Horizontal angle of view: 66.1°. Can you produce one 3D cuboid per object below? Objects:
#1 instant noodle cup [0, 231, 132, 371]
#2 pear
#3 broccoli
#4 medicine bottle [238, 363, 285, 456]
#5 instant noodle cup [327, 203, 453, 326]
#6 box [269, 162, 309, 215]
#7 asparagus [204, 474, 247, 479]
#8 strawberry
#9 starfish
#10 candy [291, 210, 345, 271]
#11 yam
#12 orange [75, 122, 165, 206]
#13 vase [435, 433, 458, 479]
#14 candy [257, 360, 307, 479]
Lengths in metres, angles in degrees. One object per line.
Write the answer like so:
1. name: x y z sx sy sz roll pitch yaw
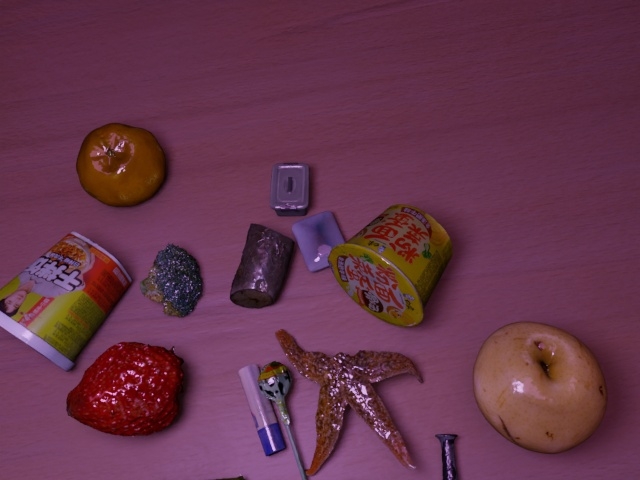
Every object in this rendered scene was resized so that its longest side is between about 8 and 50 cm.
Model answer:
1. instant noodle cup: -0.723 0.158 1.387 0.293 0.294 0.308 26 62 16
2. pear: 0.516 0.351 1.184 0.309 0.309 0.309 -2 64 3
3. broccoli: -0.453 0.125 1.454 0.194 0.194 0.220 -18 87 -5
4. medicine bottle: -0.157 0.447 1.306 0.059 0.059 0.231 -21 64 -6
5. instant noodle cup: 0.205 0.055 1.357 0.311 0.311 0.221 35 61 18
6. box: -0.094 -0.155 1.572 0.123 0.093 0.172 0 65 4
7. asparagus: -0.256 0.643 1.196 0.381 0.108 0.129 -5 63 0
8. strawberry: -0.495 0.382 1.244 0.276 0.257 0.257 -1 54 -45
9. starfish: 0.073 0.398 1.287 0.397 0.132 0.384 -6 68 5
10. candy: 0.000 0.000 1.502 0.138 0.071 0.174 -20 65 -6
11. yam: -0.166 0.068 1.445 0.153 0.154 0.255 11 64 9
12. orange: -0.639 -0.244 1.576 0.278 0.235 0.279 -1 72 4
13. vase: 0.319 0.567 1.215 0.059 0.059 0.167 -1 64 4
14. candy: -0.083 0.463 1.270 0.091 0.083 0.306 -7 69 -41
